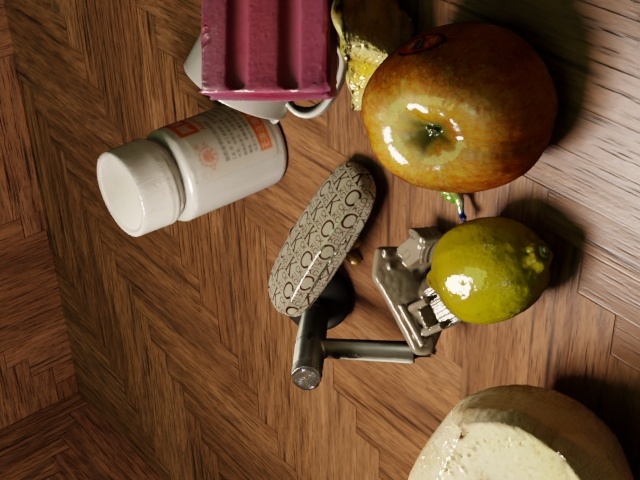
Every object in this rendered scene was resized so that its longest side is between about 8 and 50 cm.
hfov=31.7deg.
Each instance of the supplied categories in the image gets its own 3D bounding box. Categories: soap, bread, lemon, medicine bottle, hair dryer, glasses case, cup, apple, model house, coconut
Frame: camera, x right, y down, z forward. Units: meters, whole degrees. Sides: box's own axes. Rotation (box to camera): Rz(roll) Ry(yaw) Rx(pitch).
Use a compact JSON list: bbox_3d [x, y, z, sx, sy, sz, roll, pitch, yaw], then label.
[{"bbox_3d":[-0.089,-0.427,1.952,0.128,0.233,0.359,-4,-85,-81],"label":"soap"},{"bbox_3d":[0.096,-0.352,1.958,0.251,0.133,0.174,74,-166,-60],"label":"bread"},{"bbox_3d":[0.293,0.049,1.913,0.248,0.184,0.184,-15,99,41],"label":"lemon"},{"bbox_3d":[-0.275,-0.160,2.436,0.211,0.371,0.211,36,138,40],"label":"medicine bottle"},{"bbox_3d":[0.065,0.212,2.372,0.320,0.284,0.155,-99,25,-58],"label":"hair dryer"},{"bbox_3d":[0.000,0.000,2.284,0.354,0.085,0.137,-58,34,23],"label":"glasses case"},{"bbox_3d":[-0.088,-0.354,2.134,0.290,0.219,0.257,33,105,8],"label":"cup"},{"bbox_3d":[0.209,-0.202,1.788,0.309,0.250,0.277,-24,90,57],"label":"apple"},{"bbox_3d":[0.212,0.085,2.115,0.188,0.122,0.229,-34,80,57],"label":"model house"},{"bbox_3d":[0.351,0.437,1.948,0.404,0.405,0.404,36,139,39],"label":"coconut"}]

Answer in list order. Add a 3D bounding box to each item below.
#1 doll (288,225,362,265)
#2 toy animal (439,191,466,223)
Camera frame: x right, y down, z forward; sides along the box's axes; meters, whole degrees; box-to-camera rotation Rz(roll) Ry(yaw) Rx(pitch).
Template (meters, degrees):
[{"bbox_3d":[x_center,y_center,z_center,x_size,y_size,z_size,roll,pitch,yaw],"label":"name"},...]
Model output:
[{"bbox_3d":[0.010,0.002,2.410,0.179,0.089,0.102,17,129,22],"label":"doll"},{"bbox_3d":[0.217,-0.132,2.033,0.217,0.041,0.075,59,151,19],"label":"toy animal"}]
